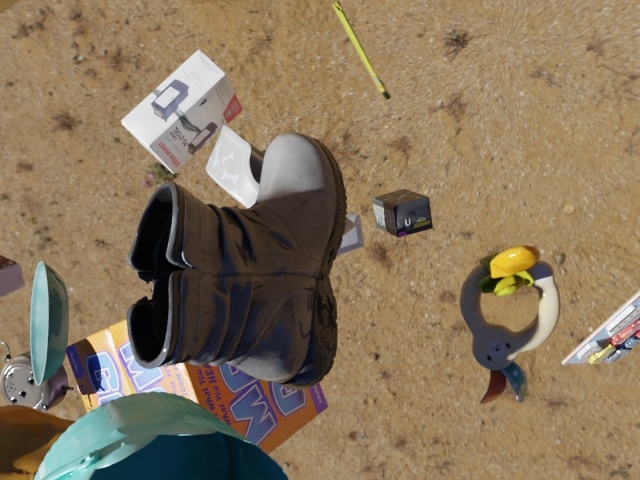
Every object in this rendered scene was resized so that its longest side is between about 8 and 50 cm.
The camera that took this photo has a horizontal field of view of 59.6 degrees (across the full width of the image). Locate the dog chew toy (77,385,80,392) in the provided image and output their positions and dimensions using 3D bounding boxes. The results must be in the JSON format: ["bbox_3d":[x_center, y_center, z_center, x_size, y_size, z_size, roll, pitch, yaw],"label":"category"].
[{"bbox_3d":[-0.501,0.342,1.514,0.206,0.331,0.207,5,100,31],"label":"dog chew toy"}]

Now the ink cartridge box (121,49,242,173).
[{"bbox_3d":[-0.311,-0.289,1.289,0.100,0.172,0.237,44,83,14],"label":"ink cartridge box"}]

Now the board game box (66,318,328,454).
[{"bbox_3d":[-0.269,0.310,1.255,0.356,0.356,0.357,-23,86,33],"label":"board game box"}]

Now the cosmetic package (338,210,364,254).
[{"bbox_3d":[0.000,0.000,1.545,0.238,0.060,0.099,-17,109,-19],"label":"cosmetic package"}]

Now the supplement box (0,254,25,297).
[{"bbox_3d":[-0.928,0.084,1.502,0.239,0.130,0.073,17,122,26],"label":"supplement box"}]

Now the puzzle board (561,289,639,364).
[{"bbox_3d":[0.338,0.099,0.615,0.096,0.011,0.128,3,133,-30],"label":"puzzle board"}]

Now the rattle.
[{"bbox_3d":[0.236,0.114,0.677,0.130,0.143,0.200,15,86,-8],"label":"rattle"}]

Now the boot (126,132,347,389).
[{"bbox_3d":[-0.081,-0.018,0.605,0.118,0.339,0.222,-27,142,34],"label":"boot"}]

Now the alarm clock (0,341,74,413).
[{"bbox_3d":[-0.604,0.280,1.147,0.192,0.064,0.129,41,105,9],"label":"alarm clock"}]

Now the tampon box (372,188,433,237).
[{"bbox_3d":[0.247,-0.084,1.699,0.120,0.161,0.102,-15,108,-15],"label":"tampon box"}]

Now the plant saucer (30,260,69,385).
[{"bbox_3d":[-0.265,0.080,0.547,0.119,0.021,0.120,-7,82,56],"label":"plant saucer"}]

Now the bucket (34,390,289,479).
[{"bbox_3d":[-0.176,0.307,0.598,0.183,0.281,0.282,8,118,59],"label":"bucket"}]

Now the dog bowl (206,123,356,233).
[{"bbox_3d":[-0.091,-0.100,1.187,0.348,0.349,0.102,37,95,3],"label":"dog bowl"}]

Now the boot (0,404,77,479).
[{"bbox_3d":[-0.435,0.367,0.728,0.211,0.104,0.296,14,75,-2],"label":"boot"}]

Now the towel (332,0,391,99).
[{"bbox_3d":[0.099,-0.440,1.299,0.021,0.102,0.237,-31,122,9],"label":"towel"}]

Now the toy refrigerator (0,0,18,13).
[{"bbox_3d":[-0.285,-0.203,0.399,0.102,0.270,0.094,2,130,3],"label":"toy refrigerator"}]
